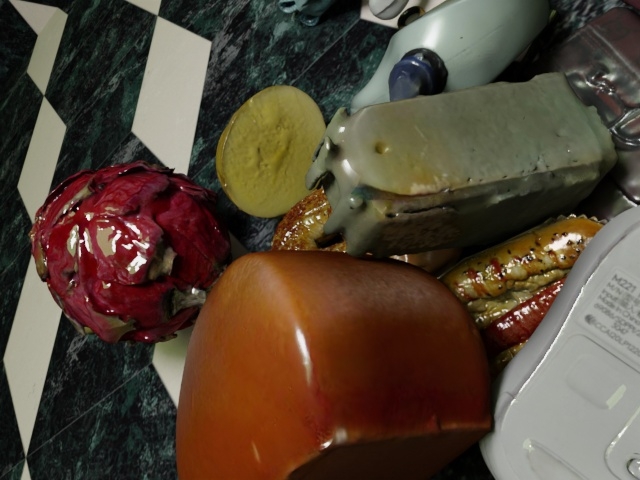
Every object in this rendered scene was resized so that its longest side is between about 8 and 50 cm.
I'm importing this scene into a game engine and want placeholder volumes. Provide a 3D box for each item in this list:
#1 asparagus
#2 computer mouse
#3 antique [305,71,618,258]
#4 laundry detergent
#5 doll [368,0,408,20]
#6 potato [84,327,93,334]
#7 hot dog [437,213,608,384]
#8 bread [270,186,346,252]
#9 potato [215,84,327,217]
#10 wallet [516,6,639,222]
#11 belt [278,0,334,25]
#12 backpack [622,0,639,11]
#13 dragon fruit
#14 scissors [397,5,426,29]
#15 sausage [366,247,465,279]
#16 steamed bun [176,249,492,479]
[{"bbox_3d":[0.266,-0.235,0.678,0.127,0.018,0.015,-60,11,5],"label":"asparagus"},{"bbox_3d":[0.269,0.115,0.454,0.184,0.121,0.297,33,92,24],"label":"computer mouse"},{"bbox_3d":[0.127,-0.066,0.521,0.150,0.284,0.125,122,133,-57],"label":"antique"},{"bbox_3d":[0.137,-0.210,0.617,0.214,0.105,0.280,-17,22,46],"label":"laundry detergent"},{"bbox_3d":[0.175,-0.474,0.793,0.237,0.111,0.252,-18,55,35],"label":"doll"},{"bbox_3d":[-0.481,0.104,1.134,0.157,0.157,0.194,-19,74,35],"label":"potato"},{"bbox_3d":[0.203,0.064,0.556,0.252,0.069,0.131,-36,84,24],"label":"hot dog"},{"bbox_3d":[0.000,0.000,0.769,0.193,0.064,0.193,-24,47,28],"label":"bread"},{"bbox_3d":[-0.098,-0.141,0.875,0.158,0.178,0.204,11,94,60],"label":"potato"},{"bbox_3d":[0.316,-0.133,0.571,0.182,0.049,0.229,-39,53,20],"label":"wallet"},{"bbox_3d":[0.011,-0.445,0.883,0.302,0.087,0.072,1,77,67],"label":"belt"},{"bbox_3d":[0.432,-0.269,0.415,0.317,0.197,0.283,-34,51,26],"label":"backpack"},{"bbox_3d":[-0.306,0.017,0.888,0.329,0.329,0.329,-18,62,36],"label":"dragon fruit"},{"bbox_3d":[0.201,-0.322,0.773,0.220,0.017,0.088,3,72,43],"label":"scissors"},{"bbox_3d":[0.113,-0.054,0.662,0.136,0.120,0.241,-23,51,47],"label":"sausage"},{"bbox_3d":[-0.021,0.153,0.567,0.379,0.235,0.248,-59,37,42],"label":"steamed bun"}]
